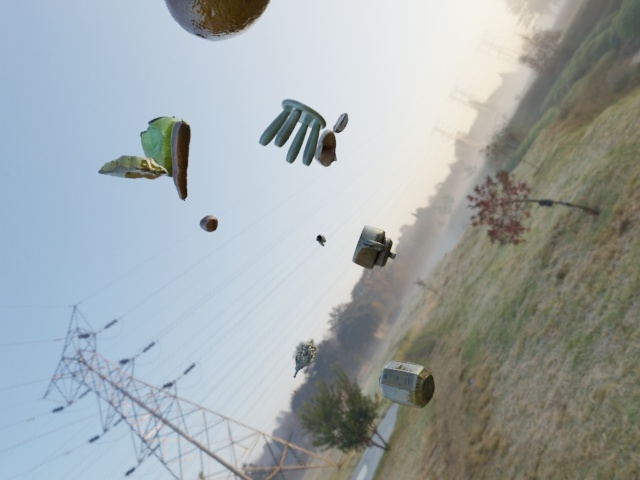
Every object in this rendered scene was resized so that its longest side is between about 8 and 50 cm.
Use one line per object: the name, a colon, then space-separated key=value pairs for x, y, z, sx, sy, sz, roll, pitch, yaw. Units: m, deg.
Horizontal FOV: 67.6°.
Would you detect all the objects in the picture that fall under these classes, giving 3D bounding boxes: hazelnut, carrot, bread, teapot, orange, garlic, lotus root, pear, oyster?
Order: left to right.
bread: x=-0.684 y=-0.268 z=1.759 sx=0.160 sy=0.232 sz=0.088 roll=-14 pitch=-73 yaw=-60
pear: x=-0.724 y=-0.410 z=2.225 sx=0.159 sy=0.292 sz=0.293 roll=-3 pitch=-53 yaw=-43
carrot: x=-0.410 y=-0.230 z=1.404 sx=0.059 sy=0.059 sz=0.248 roll=-40 pitch=-39 yaw=-60
hazelnut: x=-0.482 y=-0.074 z=2.068 sx=0.086 sy=0.086 sz=0.086 roll=-57 pitch=-12 yaw=-19
orange: x=-0.313 y=-0.791 z=1.481 sx=0.322 sy=0.356 sz=0.323 roll=9 pitch=-100 yaw=-59
oyster: x=-0.055 y=0.395 z=1.628 sx=0.105 sy=0.056 sz=0.177 roll=-52 pitch=2 yaw=30
garlic: x=0.025 y=-0.412 z=2.140 sx=0.124 sy=0.098 sz=0.175 roll=-112 pitch=37 yaw=-59
lotus root: x=0.068 y=-0.383 z=1.584 sx=0.037 sy=0.030 sz=0.083 roll=-8 pitch=48 yaw=54
teapot: x=0.246 y=0.038 z=2.085 sx=0.268 sy=0.175 sz=0.186 roll=55 pitch=-127 yaw=-80

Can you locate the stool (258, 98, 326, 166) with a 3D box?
stool: x=-0.105 y=-0.418 z=1.855 sx=0.195 sy=0.195 sz=0.199 roll=23 pitch=83 yaw=56

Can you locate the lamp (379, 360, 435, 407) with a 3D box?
lamp: x=0.325 y=0.542 z=1.803 sx=0.161 sy=0.184 sz=0.162 roll=-6 pitch=-83 yaw=-51

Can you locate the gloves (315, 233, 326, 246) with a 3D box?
gloves: x=0.002 y=0.000 z=1.724 sx=0.081 sy=0.037 sz=0.044 roll=93 pitch=166 yaw=-83
